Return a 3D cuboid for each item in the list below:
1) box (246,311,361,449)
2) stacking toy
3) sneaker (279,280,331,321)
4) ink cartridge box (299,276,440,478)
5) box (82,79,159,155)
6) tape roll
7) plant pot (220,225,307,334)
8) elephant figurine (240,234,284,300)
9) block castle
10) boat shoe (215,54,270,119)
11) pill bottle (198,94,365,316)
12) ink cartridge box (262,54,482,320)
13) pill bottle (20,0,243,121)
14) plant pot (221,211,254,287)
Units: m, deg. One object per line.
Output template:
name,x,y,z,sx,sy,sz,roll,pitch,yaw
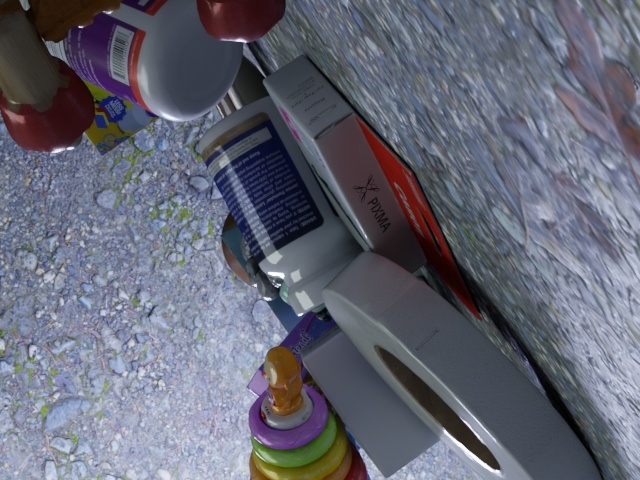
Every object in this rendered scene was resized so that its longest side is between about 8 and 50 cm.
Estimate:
box,0.038,0.203,1.967,0.201,0.293,0.057,37,131,6
stacking toy,-0.033,0.252,1.593,0.175,0.166,0.301,-115,9,-48
sneaker,-0.033,0.038,1.768,0.256,0.151,0.094,24,-147,-39
ink cartridge box,0.104,0.186,1.714,0.197,0.198,0.270,55,177,1
box,-0.336,-0.345,1.994,0.290,0.279,0.177,56,177,-19
tape roll,0.156,0.171,1.384,0.392,0.072,0.392,46,171,9
plant pot,-0.024,0.054,2.222,0.290,0.195,0.290,54,177,5
elephant figurine,0.000,0.000,1.971,0.186,0.239,0.169,119,136,-58
block castle,-0.270,-0.318,1.189,0.453,0.303,0.213,53,170,28
boat shoe,-0.087,-0.139,1.793,0.324,0.097,0.116,55,-147,-20
pill bottle,-0.036,-0.046,1.561,0.264,0.153,0.153,62,177,5
ink cartridge box,0.059,-0.041,1.323,0.239,0.060,0.275,54,177,43
pill bottle,-0.274,-0.296,1.670,0.323,0.181,0.181,27,162,32
plant pot,-0.075,-0.012,2.479,0.215,0.215,0.230,55,162,-4
